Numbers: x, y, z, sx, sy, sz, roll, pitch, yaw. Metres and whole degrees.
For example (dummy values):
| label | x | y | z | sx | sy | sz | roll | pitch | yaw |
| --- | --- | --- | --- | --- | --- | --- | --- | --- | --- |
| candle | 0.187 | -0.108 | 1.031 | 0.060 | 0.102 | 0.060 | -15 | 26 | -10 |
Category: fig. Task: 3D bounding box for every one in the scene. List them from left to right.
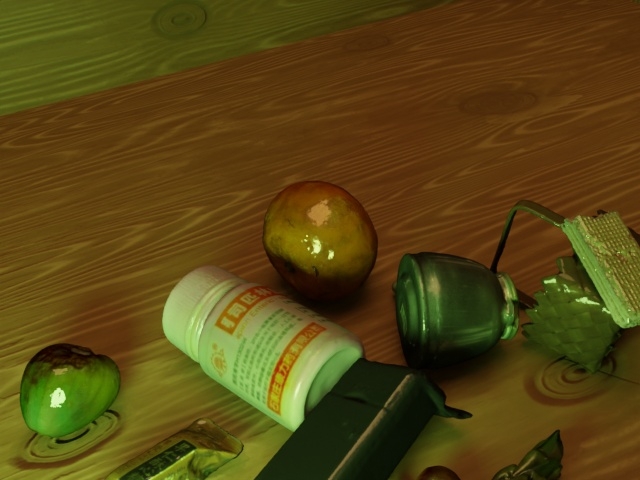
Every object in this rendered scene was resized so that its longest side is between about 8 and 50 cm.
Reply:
| label | x | y | z | sx | sy | sz | roll | pitch | yaw |
| --- | --- | --- | --- | --- | --- | --- | --- | --- | --- |
| fig | -0.499 | 0.294 | 1.478 | 0.181 | 0.181 | 0.191 | 18 | 66 | 27 |

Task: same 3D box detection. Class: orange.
| label | x | y | z | sx | sy | sz | roll | pitch | yaw |
| --- | --- | --- | --- | --- | --- | --- | --- | --- | --- |
| orange | 0.000 | 0.000 | 1.718 | 0.226 | 0.283 | 0.284 | -36 | 46 | -26 |

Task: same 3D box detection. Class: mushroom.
| label | x | y | z | sx | sy | sz | roll | pitch | yaw |
| --- | --- | --- | --- | --- | --- | --- | --- | --- | --- |
| mushroom | 0.182 | 0.432 | 1.292 | 0.130 | 0.073 | 0.088 | -3 | 73 | 10 |

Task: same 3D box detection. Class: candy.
| label | x | y | z | sx | sy | sz | roll | pitch | yaw |
| --- | --- | --- | --- | --- | --- | --- | --- | --- | --- |
| candy | -0.267 | 0.414 | 1.347 | 0.143 | 0.101 | 0.271 | 20 | 37 | 38 |

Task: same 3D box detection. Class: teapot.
| label | x | y | z | sx | sy | sz | roll | pitch | yaw |
| --- | --- | --- | --- | --- | --- | --- | --- | --- | --- |
| teapot | 0.278 | 0.153 | 1.581 | 0.240 | 0.321 | 0.239 | -2 | 72 | -7 |

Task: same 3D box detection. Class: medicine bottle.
| label | x | y | z | sx | sy | sz | roll | pitch | yaw |
| --- | --- | --- | --- | --- | --- | --- | --- | --- | --- |
| medicine bottle | -0.119 | 0.207 | 1.504 | 0.388 | 0.219 | 0.219 | 25 | 46 | 35 |

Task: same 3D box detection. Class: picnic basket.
| label | x | y | z | sx | sy | sz | roll | pitch | yaw |
| --- | --- | --- | --- | --- | --- | --- | --- | --- | --- |
| picnic basket | 0.521 | 0.074 | 1.578 | 0.321 | 0.254 | 0.291 | 31 | 51 | 25 |

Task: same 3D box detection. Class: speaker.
| label | x | y | z | sx | sy | sz | roll | pitch | yaw |
| --- | --- | --- | --- | --- | --- | --- | --- | --- | --- |
| speaker | 0.077 | 0.373 | 1.317 | 0.388 | 0.184 | 0.180 | -45 | 24 | -26 |

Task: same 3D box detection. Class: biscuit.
| label | x | y | z | sx | sy | sz | roll | pitch | yaw |
| --- | --- | --- | --- | --- | --- | --- | --- | --- | --- |
| biscuit | 0.555 | 0.047 | 1.410 | 0.108 | 0.061 | 0.238 | -11 | 59 | -17 |

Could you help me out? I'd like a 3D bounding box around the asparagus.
| label | x | y | z | sx | sy | sz | roll | pitch | yaw |
| --- | --- | --- | --- | --- | --- | --- | --- | --- | --- |
| asparagus | 0.341 | 0.420 | 1.287 | 0.287 | 0.080 | 0.080 | -27 | 42 | -26 |
